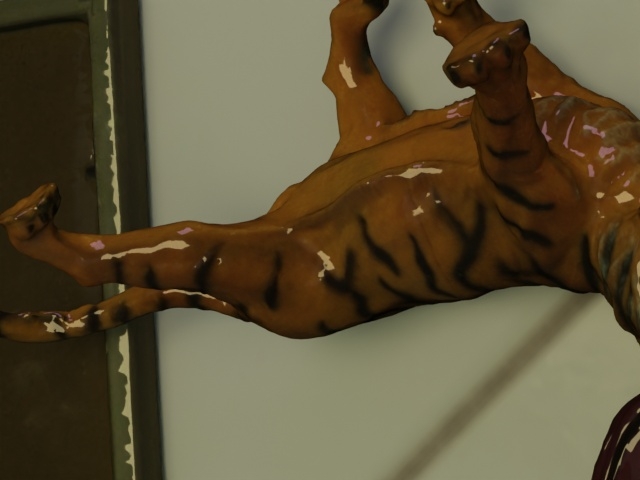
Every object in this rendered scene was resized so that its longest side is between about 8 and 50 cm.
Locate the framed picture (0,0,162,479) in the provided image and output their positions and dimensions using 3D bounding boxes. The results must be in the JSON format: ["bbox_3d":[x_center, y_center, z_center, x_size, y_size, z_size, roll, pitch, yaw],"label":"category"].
[{"bbox_3d":[-0.160,0.073,0.698,0.232,0.024,0.315,-5,86,27],"label":"framed picture"}]

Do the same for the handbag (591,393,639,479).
[{"bbox_3d":[0.163,0.153,0.497,0.216,0.074,0.203,13,94,26],"label":"handbag"}]

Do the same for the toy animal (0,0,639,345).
[{"bbox_3d":[0.004,-0.004,0.585,0.255,0.114,0.116,-16,112,31],"label":"toy animal"}]
